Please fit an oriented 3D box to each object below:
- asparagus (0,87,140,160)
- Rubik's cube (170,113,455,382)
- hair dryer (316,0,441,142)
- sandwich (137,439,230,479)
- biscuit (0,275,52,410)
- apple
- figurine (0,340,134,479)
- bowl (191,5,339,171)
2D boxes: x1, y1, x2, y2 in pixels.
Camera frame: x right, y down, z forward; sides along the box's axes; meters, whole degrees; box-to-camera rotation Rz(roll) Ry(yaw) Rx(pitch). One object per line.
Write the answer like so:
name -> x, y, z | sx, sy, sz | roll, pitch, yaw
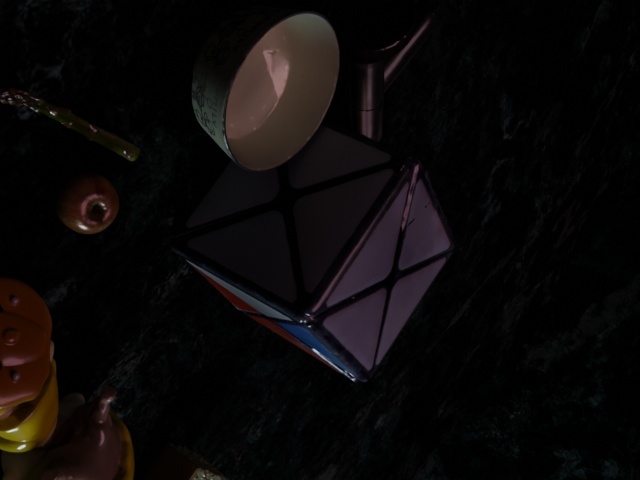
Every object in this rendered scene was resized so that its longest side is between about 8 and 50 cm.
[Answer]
asparagus -> -0.304, -0.143, 1.062 | 0.024, 0.025, 0.248 | -22, 159, 21
Rubik's cube -> 0.000, 0.000, 1.384 | 0.310, 0.307, 0.305 | -55, 148, -11
hair dryer -> 0.102, -0.351, 1.476 | 0.320, 0.155, 0.284 | 76, 29, -68
sandwich -> -0.287, 0.487, 1.553 | 0.236, 0.128, 0.122 | -54, 142, -12
biscuit -> -0.397, 0.117, 1.026 | 0.170, 0.170, 0.050 | -25, 176, -46
apple -> -0.301, -0.049, 1.106 | 0.084, 0.071, 0.084 | -28, 130, -39
figurine -> -0.380, 0.276, 1.179 | 0.215, 0.187, 0.344 | -55, 146, -34
bowl -> -0.092, -0.225, 1.212 | 0.238, 0.126, 0.238 | -38, 143, -35
